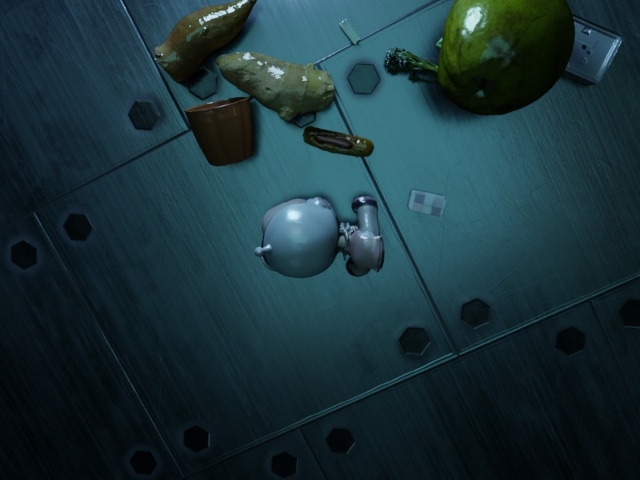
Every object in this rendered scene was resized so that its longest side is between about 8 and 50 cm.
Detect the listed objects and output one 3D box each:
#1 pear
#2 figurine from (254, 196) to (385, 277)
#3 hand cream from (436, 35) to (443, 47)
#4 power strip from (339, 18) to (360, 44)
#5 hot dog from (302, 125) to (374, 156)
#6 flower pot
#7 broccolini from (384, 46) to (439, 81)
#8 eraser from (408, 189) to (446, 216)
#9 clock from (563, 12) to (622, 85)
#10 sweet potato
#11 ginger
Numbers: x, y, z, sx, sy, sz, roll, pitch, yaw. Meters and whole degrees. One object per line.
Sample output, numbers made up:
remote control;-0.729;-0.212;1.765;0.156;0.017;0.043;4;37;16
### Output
pear;0.467;-0.496;1.400;0.352;0.352;0.413;36;60;-3
figurine;0.001;-0.010;1.598;0.362;0.211;0.253;4;99;1
hand cream;0.412;-0.613;1.562;0.095;0.046;0.175;26;101;-7
power strip;0.086;-0.601;1.597;0.027;0.017;0.083;-36;95;9
hot dog;0.051;-0.289;1.635;0.216;0.047;0.066;15;102;1
flower pot;-0.278;-0.312;1.591;0.191;0.190;0.173;-11;109;5
broccolini;0.362;-0.445;1.590;0.392;0.074;0.078;28;58;-2
eraser;0.320;-0.112;1.657;0.105;0.026;0.065;14;97;1
clock;0.714;-0.534;1.543;0.192;0.071;0.146;23;100;0
sweet potato;-0.326;-0.598;1.571;0.337;0.131;0.131;-40;95;7
ginger;-0.132;-0.454;1.579;0.354;0.126;0.189;23;86;3
